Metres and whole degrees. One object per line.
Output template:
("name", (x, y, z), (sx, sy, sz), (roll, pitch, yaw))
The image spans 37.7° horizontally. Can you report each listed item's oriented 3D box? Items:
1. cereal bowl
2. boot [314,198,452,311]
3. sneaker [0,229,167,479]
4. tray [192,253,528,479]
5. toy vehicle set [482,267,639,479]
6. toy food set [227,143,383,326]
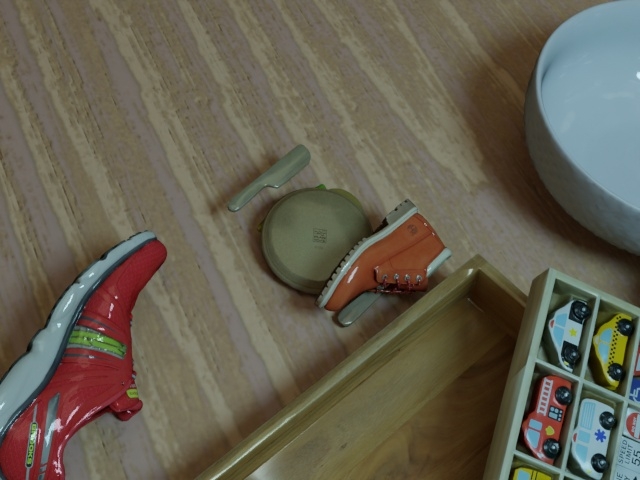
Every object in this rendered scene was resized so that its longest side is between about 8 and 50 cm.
("cereal bowl", (0.387, -0.108, 1.057), (0.339, 0.141, 0.338), (2, 56, -3))
("boot", (0.066, 0.033, 0.957), (0.158, 0.059, 0.084), (-40, 84, -24))
("sneaker", (-0.213, 0.116, 0.887), (0.118, 0.107, 0.279), (32, 60, -6))
("tray", (0.074, 0.203, 0.853), (0.411, 0.076, 0.203), (-36, 66, -25))
("toy vehicle set", (0.238, 0.175, 0.823), (0.166, 0.035, 0.266), (23, 65, -8))
("toy food set", (0.000, 0.000, 1.013), (0.132, 0.038, 0.192), (-39, 78, -21))
